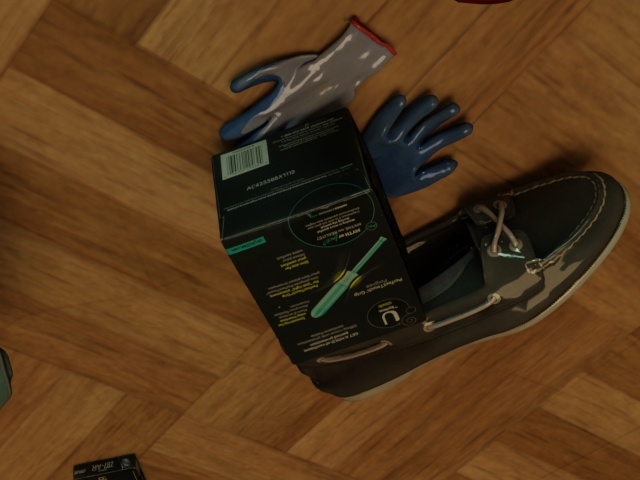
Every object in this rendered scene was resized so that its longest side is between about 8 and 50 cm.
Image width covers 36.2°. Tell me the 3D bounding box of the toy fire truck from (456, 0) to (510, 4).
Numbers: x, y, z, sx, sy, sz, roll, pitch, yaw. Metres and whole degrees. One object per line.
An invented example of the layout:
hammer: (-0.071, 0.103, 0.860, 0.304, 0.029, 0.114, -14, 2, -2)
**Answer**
toy fire truck: (0.047, -0.199, 0.550, 0.217, 0.246, 0.158, 2, 130, -13)

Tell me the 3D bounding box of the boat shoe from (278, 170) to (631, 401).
boat shoe: (0.108, 0.036, 0.857, 0.335, 0.112, 0.095, -35, 132, 23)

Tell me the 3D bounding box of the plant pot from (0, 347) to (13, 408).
plant pot: (-0.370, 0.059, 0.706, 0.252, 0.247, 0.247, -16, 134, -19)

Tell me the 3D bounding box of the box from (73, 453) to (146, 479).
box: (-0.221, 0.267, 1.053, 0.067, 0.018, 0.083, -11, 132, -2)

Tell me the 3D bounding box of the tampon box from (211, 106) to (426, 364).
tampon box: (0.000, 0.000, 0.783, 0.120, 0.101, 0.161, -19, 134, 7)

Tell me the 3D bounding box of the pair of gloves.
pair of gloves: (0.020, -0.087, 0.791, 0.159, 0.023, 0.198, -39, 127, 21)
